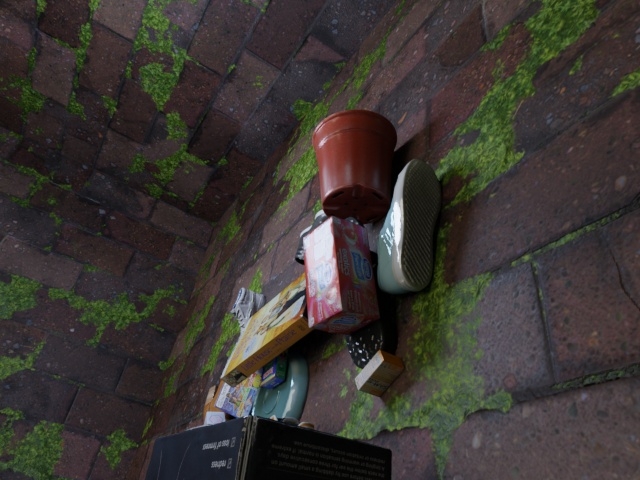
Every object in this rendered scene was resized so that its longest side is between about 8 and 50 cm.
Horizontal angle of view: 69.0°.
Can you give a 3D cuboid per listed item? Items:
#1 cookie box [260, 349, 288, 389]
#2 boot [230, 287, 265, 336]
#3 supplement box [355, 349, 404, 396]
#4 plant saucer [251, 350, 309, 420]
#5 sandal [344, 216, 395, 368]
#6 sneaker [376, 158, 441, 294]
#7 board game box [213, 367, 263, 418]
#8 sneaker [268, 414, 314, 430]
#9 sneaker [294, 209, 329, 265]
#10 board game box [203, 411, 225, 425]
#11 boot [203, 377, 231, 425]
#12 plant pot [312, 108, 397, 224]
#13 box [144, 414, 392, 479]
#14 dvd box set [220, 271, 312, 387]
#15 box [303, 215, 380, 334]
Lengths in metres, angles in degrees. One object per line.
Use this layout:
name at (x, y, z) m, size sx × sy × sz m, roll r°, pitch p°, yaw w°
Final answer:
cookie box at (-0.144, 0.397, 1.458) m, size 0.092 × 0.040 × 0.107 m, roll -42°, pitch 30°, yaw 39°
boot at (-0.324, 0.327, 1.942) m, size 0.095 × 0.124 × 0.258 m, roll -34°, pitch 36°, yaw 52°
supplement box at (0.131, 0.297, 1.036) m, size 0.098 × 0.062 × 0.036 m, roll -56°, pitch 24°, yaw 20°
plant saucer at (-0.138, 0.492, 1.451) m, size 0.317 × 0.044 × 0.317 m, roll -48°, pitch 25°, yaw 32°
sandal at (0.114, 0.135, 1.237) m, size 0.167 × 0.107 × 0.445 m, roll -44°, pitch 41°, yaw 37°
sneaker at (0.199, -0.037, 1.165) m, size 0.150 × 0.135 × 0.365 m, roll -27°, pitch 41°, yaw 52°
board game box at (-0.271, 0.508, 1.626) m, size 0.201 × 0.136 × 0.035 m, roll -68°, pitch -22°, yaw -13°
sneaker at (-0.117, 0.539, 1.245) m, size 0.321 × 0.126 × 0.127 m, roll -19°, pitch 52°, yaw 46°
sneaker at (0.000, 0.000, 1.624) m, size 0.296 × 0.105 × 0.146 m, roll -42°, pitch 32°, yaw 55°
board game box at (-0.356, 0.778, 1.484) m, size 0.318 × 0.066 × 0.318 m, roll -133°, pitch 56°, yaw -67°
boot at (-0.358, 0.628, 1.713) m, size 0.284 × 0.109 × 0.220 m, roll -34°, pitch 40°, yaw 38°
plant pot at (0.108, -0.207, 1.428) m, size 0.272 × 0.273 × 0.264 m, roll -39°, pitch 41°, yaw 46°
box at (-0.142, 0.592, 0.794) m, size 0.480 × 0.298 × 0.471 m, roll -34°, pitch 38°, yaw 48°
dvd box set at (-0.138, 0.266, 1.519) m, size 0.420 × 0.062 × 0.307 m, roll -41°, pitch 15°, yaw 31°
box at (0.046, 0.087, 1.143) m, size 0.128 × 0.123 × 0.256 m, roll -38°, pitch 46°, yaw 41°
